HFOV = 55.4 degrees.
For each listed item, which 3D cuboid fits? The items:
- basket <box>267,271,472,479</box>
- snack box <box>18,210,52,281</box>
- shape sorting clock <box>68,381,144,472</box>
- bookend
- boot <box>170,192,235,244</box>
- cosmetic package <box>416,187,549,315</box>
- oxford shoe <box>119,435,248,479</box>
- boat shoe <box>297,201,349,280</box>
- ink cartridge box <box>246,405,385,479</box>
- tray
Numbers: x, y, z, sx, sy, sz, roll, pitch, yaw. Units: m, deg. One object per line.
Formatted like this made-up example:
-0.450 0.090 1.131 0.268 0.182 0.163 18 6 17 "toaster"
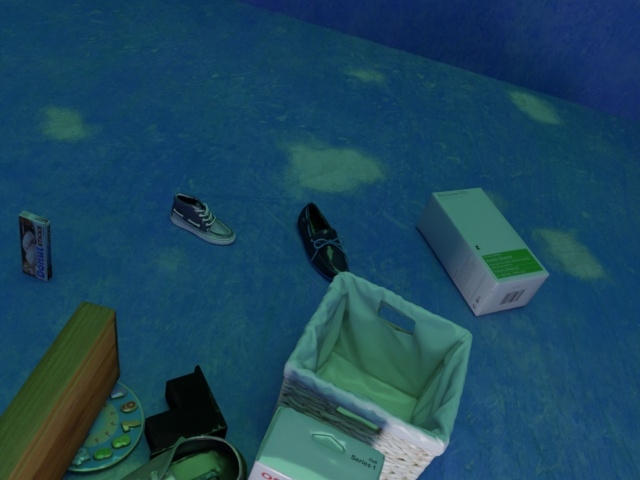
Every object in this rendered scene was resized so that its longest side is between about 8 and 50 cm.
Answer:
0.101 0.300 1.273 0.328 0.266 0.331 26 39 7 "basket"
-0.639 0.015 1.370 0.064 0.178 0.022 21 40 1 "snack box"
-0.452 0.353 1.193 0.206 0.040 0.206 10 43 -10 "shape sorting clock"
-0.291 0.354 1.228 0.157 0.072 0.156 -14 51 -30 "bookend"
-0.313 -0.058 1.635 0.190 0.086 0.069 21 42 1 "boot"
0.463 0.024 1.791 0.197 0.155 0.365 -9 51 -25 "cosmetic package"
-0.319 0.471 1.058 0.449 0.130 0.169 -21 58 -34 "oxford shoe"
0.000 0.000 1.690 0.109 0.089 0.258 -14 52 -32 "boat shoe"
-0.030 0.446 1.078 0.201 0.278 0.117 24 42 5 "ink cartridge box"
-0.462 0.320 1.035 0.076 0.203 0.411 15 40 3 "tray"
